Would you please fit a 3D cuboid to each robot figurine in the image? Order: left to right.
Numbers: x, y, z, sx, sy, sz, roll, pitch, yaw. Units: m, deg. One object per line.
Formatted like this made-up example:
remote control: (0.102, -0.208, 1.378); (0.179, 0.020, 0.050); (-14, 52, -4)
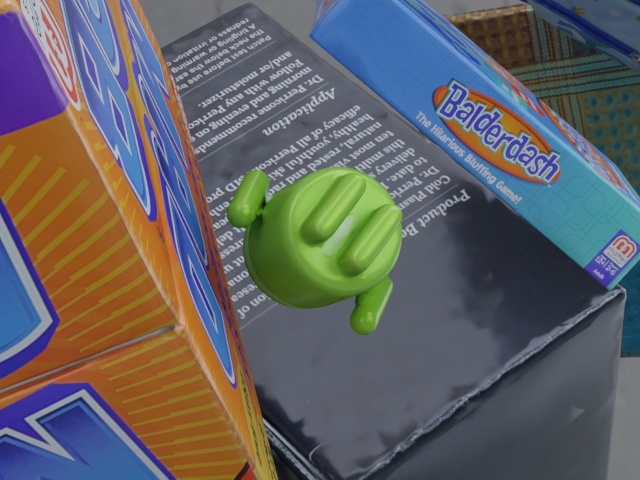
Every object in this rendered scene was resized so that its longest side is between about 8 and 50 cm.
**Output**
robot figurine: (0.000, 0.000, 0.814); (0.101, 0.115, 0.067); (39, 70, -11)

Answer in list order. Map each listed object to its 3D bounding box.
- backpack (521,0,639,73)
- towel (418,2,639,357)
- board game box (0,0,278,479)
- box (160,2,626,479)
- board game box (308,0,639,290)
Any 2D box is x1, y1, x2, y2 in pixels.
backpack: (0.259, -0.268, 1.159); (0.290, 0.355, 0.273); (-64, 173, -5)
towel: (0.235, -0.053, 1.527); (0.040, 0.271, 0.370); (-48, 129, -61)
board game box: (-0.260, -0.020, 0.786); (0.356, 0.356, 0.356); (-108, 177, -46)
box: (-0.008, 0.133, 1.388); (0.297, 0.472, 0.480); (-32, 143, -21)
board game box: (0.089, -0.074, 0.876); (0.210, 0.047, 0.160); (40, 12, -9)
